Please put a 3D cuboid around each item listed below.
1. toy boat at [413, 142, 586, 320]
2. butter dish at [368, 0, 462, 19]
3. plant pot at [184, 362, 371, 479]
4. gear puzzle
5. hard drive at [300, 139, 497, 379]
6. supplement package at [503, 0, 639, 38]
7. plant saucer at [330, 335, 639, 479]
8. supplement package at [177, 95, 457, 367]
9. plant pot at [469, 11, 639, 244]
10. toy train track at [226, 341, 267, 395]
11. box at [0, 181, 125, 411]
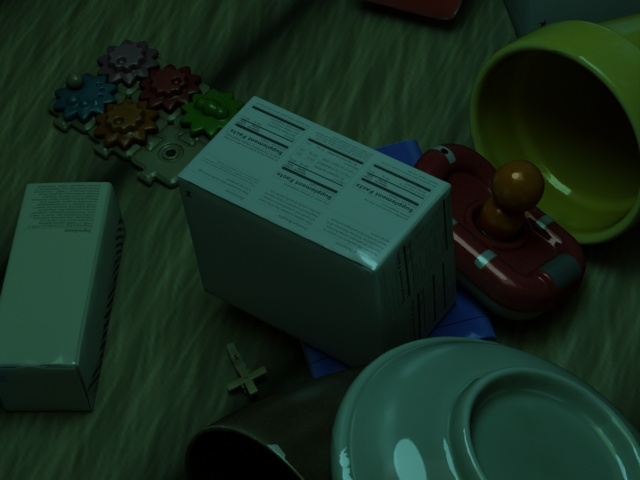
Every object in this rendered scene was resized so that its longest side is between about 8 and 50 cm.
[{"bbox_3d":[0.204,-0.032,1.947,0.231,0.151,0.151,42,45,20],"label":"toy boat"},{"bbox_3d":[0.141,-0.382,2.315,0.160,0.118,0.160,17,96,18],"label":"butter dish"},{"bbox_3d":[0.017,0.224,1.772,0.215,0.215,0.230,32,48,29],"label":"plant pot"},{"bbox_3d":[-0.191,-0.153,2.203,0.339,0.044,0.175,32,60,29],"label":"gear puzzle"},{"bbox_3d":[0.058,0.027,2.022,0.210,0.040,0.319,-15,50,-5],"label":"hard drive"},{"bbox_3d":[0.324,-0.391,2.175,0.177,0.293,0.175,-12,49,-2],"label":"supplement package"},{"bbox_3d":[0.208,0.235,1.672,0.400,0.100,0.400,17,44,-17],"label":"plant saucer"},{"bbox_3d":[0.000,0.000,1.891,0.262,0.204,0.145,26,58,26],"label":"supplement package"},{"bbox_3d":[0.344,-0.155,2.024,0.254,0.254,0.239,33,45,30],"label":"plant pot"},{"bbox_3d":[-0.088,0.148,1.958,0.048,0.014,0.083,-26,46,-5],"label":"toy train track"},{"bbox_3d":[-0.304,0.062,2.005,0.113,0.094,0.275,0,50,8],"label":"box"}]
